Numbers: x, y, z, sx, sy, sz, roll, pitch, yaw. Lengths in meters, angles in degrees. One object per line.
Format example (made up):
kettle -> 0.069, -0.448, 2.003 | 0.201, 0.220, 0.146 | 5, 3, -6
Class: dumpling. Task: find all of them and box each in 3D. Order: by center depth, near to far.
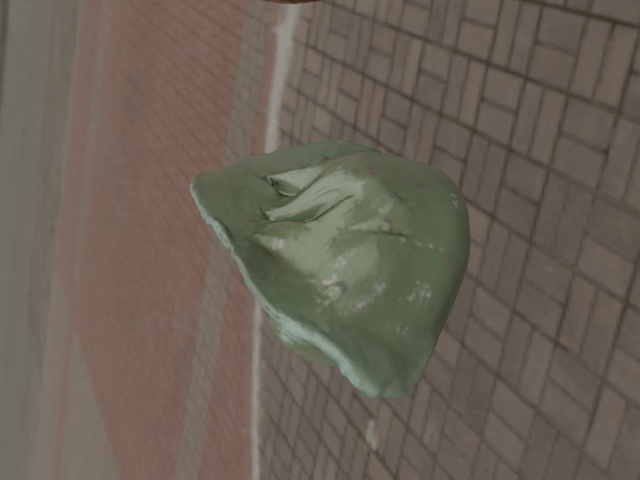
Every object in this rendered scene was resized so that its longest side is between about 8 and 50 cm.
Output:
dumpling -> 0.019, 0.021, 0.969 | 0.320, 0.270, 0.211 | -148, 48, -71

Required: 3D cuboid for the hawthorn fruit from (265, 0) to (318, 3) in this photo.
hawthorn fruit -> -0.026, -0.279, 0.782 | 0.199, 0.251, 0.199 | -55, 5, 8
